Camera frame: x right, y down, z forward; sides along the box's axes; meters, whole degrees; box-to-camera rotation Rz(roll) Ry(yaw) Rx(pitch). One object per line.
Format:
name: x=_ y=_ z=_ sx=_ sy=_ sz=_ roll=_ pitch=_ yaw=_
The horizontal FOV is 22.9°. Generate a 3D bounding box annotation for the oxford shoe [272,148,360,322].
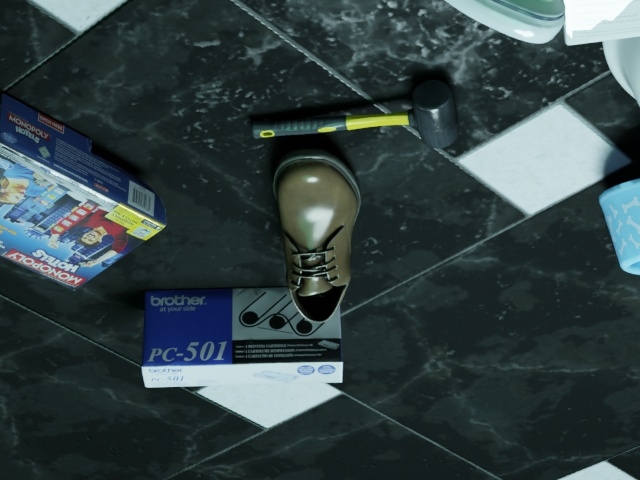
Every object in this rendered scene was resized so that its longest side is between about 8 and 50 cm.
oxford shoe: x=0.000 y=0.000 z=1.531 sx=0.083 sy=0.096 sz=0.227 roll=-4 pitch=142 yaw=5

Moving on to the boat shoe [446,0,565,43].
boat shoe: x=0.094 y=-0.236 z=1.144 sx=0.226 sy=0.083 sz=0.076 roll=40 pitch=129 yaw=9

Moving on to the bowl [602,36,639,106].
bowl: x=0.393 y=-0.145 z=1.322 sx=0.298 sy=0.134 sz=0.298 roll=-2 pitch=143 yaw=-1

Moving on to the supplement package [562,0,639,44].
supplement package: x=0.227 y=-0.276 z=1.129 sx=0.134 sy=0.139 sz=0.244 roll=-7 pitch=144 yaw=8

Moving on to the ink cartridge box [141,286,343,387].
ink cartridge box: x=-0.081 y=0.101 z=1.661 sx=0.207 sy=0.097 sz=0.046 roll=-2 pitch=144 yaw=-1

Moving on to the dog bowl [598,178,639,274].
dog bowl: x=0.416 y=-0.016 z=1.495 sx=0.297 sy=0.074 sz=0.166 roll=-3 pitch=168 yaw=0

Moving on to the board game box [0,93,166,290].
board game box: x=-0.281 y=-0.030 z=1.504 sx=0.194 sy=0.060 sz=0.194 roll=29 pitch=135 yaw=-35

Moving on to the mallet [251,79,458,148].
mallet: x=0.030 y=-0.113 z=1.432 sx=0.190 sy=0.039 sz=0.062 roll=0 pitch=145 yaw=4
